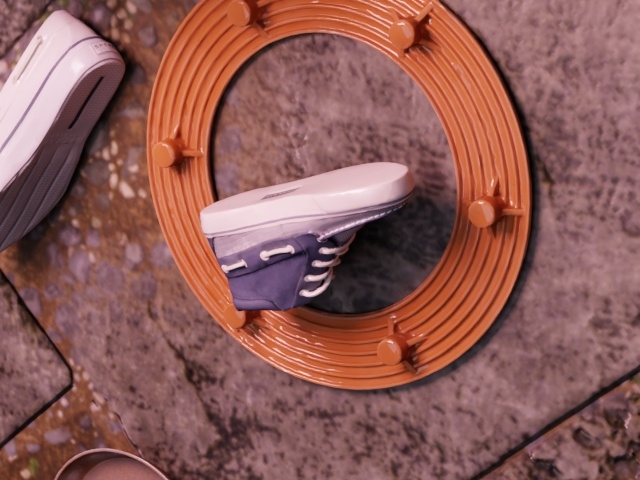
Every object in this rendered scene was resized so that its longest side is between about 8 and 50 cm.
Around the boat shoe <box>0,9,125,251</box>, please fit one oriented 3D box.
[{"bbox_3d":[-0.239,-0.086,1.462,0.076,0.083,0.226,49,112,25],"label":"boat shoe"}]

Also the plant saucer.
[{"bbox_3d":[-0.161,0.254,1.534,0.168,0.029,0.169,9,108,30],"label":"plant saucer"}]

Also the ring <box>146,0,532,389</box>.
[{"bbox_3d":[0.001,-0.046,1.343,0.336,0.032,0.337,9,109,29],"label":"ring"}]

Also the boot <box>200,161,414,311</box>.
[{"bbox_3d":[0.000,0.000,1.306,0.190,0.069,0.086,-9,106,42],"label":"boot"}]
